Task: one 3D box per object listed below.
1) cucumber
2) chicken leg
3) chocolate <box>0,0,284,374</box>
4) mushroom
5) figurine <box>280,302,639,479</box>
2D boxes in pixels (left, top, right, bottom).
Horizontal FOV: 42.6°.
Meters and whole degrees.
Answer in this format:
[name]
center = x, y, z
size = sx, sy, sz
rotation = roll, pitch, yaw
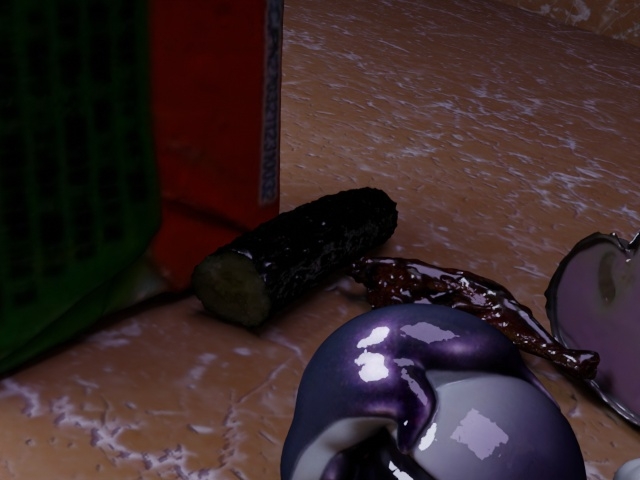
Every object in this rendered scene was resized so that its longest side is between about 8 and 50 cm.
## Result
[cucumber]
center = 0.000, -0.002, 0.728
size = 0.072, 0.072, 0.300
rotation = 24, 26, 21
[chicken leg]
center = 0.121, 0.060, 0.682
size = 0.219, 0.048, 0.089
rotation = 20, 29, 13
[chocolate]
center = -0.179, -0.128, 0.592
size = 0.162, 0.360, 0.341
rotation = 13, 21, 31
[mushroom]
center = 0.273, 0.072, 0.642
size = 0.117, 0.141, 0.188
rotation = 21, 16, -45
[figurine]
center = 0.090, 0.121, 0.427
size = 0.222, 0.145, 0.145
rotation = 21, 25, 4
